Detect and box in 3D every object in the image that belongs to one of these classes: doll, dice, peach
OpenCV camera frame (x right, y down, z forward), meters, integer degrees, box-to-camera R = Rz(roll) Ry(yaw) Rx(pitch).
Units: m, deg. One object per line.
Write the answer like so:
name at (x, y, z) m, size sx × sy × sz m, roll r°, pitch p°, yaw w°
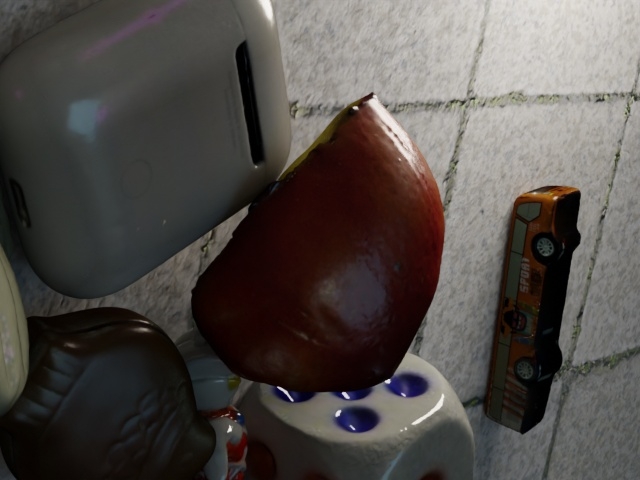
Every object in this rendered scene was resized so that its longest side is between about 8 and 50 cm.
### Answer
doll at (-0.126, 0.271, 1.745) m, size 0.099 × 0.188 × 0.383 m, roll -11°, pitch 115°, yaw -6°
dice at (0.034, 0.299, 1.878) m, size 0.243 × 0.251 × 0.259 m, roll -25°, pitch 126°, yaw -42°
peach at (0.000, 0.000, 1.611) m, size 0.281 × 0.281 × 0.338 m, roll 4°, pitch 93°, yaw -53°

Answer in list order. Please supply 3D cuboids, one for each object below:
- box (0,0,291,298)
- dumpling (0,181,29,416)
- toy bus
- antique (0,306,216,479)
box at (-0.174, -0.120, 1.489) m, size 0.349 × 0.141 × 0.288 m, roll -37°, pitch 132°, yaw -36°
dumpling at (-0.347, 0.033, 1.283) m, size 0.395 × 0.233 × 0.315 m, roll 32°, pitch 75°, yaw -76°
toy bus at (0.339, 0.108, 2.307) m, size 0.093 × 0.092 × 0.408 m, roll -19°, pitch 122°, yaw -49°
antique at (-0.237, 0.180, 1.545) m, size 0.278 × 0.129 × 0.223 m, roll 30°, pitch 90°, yaw -41°
